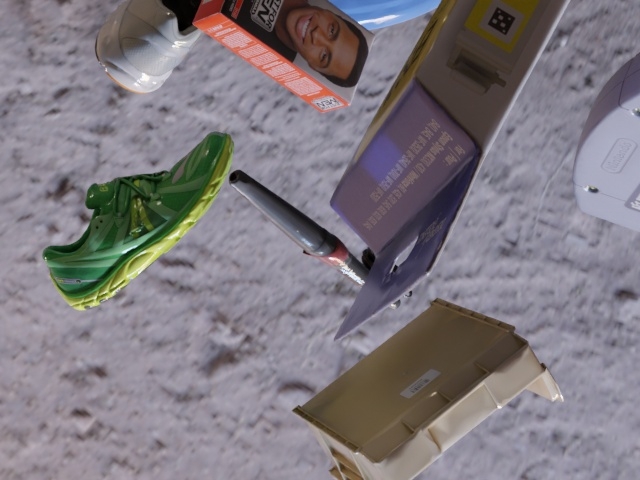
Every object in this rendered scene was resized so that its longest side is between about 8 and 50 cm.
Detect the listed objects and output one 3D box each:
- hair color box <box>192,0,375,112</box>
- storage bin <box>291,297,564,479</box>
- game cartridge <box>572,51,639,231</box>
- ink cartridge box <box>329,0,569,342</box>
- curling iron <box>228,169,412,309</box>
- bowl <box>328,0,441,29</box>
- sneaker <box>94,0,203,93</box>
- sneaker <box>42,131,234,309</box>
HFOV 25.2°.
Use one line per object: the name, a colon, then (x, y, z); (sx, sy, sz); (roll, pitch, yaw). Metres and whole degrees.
hair color box: (-0.028, -0.170, 1.159); (0.141, 0.072, 0.043); (31, 156, -31)
storage bin: (0.136, 0.215, 1.843); (0.262, 0.260, 0.123); (-36, 109, -14)
game cartridge: (0.319, -0.071, 1.202); (0.198, 0.062, 0.297); (23, 163, 5)
ink cartridge box: (0.081, -0.099, 0.884); (0.072, 0.303, 0.307); (32, 76, -1)
curling iron: (0.000, 0.000, 1.439); (0.035, 0.068, 0.274); (-43, 134, 17)
bowl: (0.006, -0.392, 1.643); (0.391, 0.391, 0.077); (14, 139, 13)
sneaker: (-0.125, -0.264, 1.398); (0.099, 0.262, 0.121); (33, 142, -30)
sneaker: (-0.229, -0.038, 1.793); (0.295, 0.109, 0.123); (-42, 100, 4)
